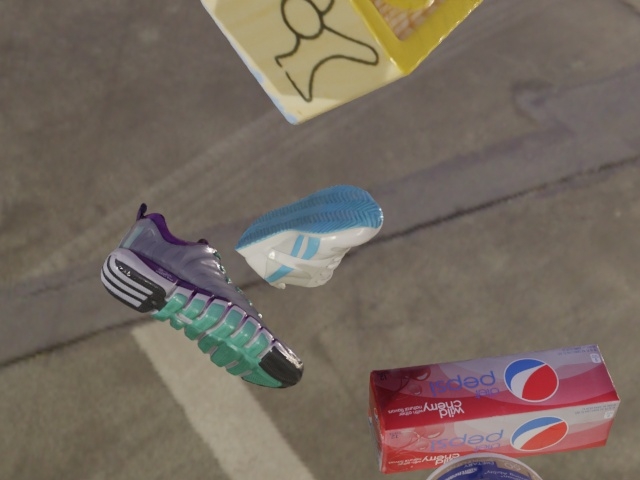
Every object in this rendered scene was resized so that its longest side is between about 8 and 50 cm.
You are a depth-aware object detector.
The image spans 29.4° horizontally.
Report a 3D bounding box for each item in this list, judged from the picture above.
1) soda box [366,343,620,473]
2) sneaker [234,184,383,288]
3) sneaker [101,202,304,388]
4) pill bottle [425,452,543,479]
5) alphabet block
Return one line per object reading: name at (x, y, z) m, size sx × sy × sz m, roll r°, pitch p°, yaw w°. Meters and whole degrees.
soda box at (0.187, 0.186, 1.346) m, size 0.263 × 0.092 × 0.083 m, roll -7°, pitch 47°, yaw -7°
sneaker at (0.000, 0.000, 1.489) m, size 0.092 × 0.228 × 0.087 m, roll 50°, pitch 52°, yaw -22°
sneaker at (-0.097, 0.052, 1.177) m, size 0.223 × 0.083 × 0.098 m, roll 36°, pitch 52°, yaw -18°
pill bottle at (0.072, 0.136, 0.491) m, size 0.067 × 0.067 × 0.120 m, roll 16°, pitch 11°, yaw -2°
alphabet block at (0.025, -0.269, 1.325) m, size 0.192 × 0.197 × 0.193 m, roll 53°, pitch 53°, yaw -16°
